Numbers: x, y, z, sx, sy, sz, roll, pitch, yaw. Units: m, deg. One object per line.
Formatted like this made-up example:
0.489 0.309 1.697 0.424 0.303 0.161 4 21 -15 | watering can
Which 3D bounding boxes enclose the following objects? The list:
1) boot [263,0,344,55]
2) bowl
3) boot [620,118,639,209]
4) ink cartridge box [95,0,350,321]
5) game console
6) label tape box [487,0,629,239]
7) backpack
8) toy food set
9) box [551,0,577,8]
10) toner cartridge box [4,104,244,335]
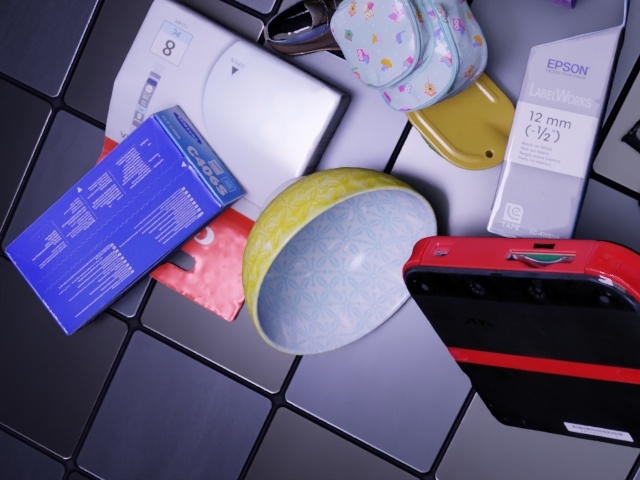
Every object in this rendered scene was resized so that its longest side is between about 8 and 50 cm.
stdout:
0.024 -0.305 1.752 0.219 0.106 0.082 -16 91 13 | boot
0.000 0.000 1.731 0.289 0.289 0.156 -50 51 12 | bowl
0.451 -0.111 1.708 0.099 0.045 0.121 45 95 3 | boot
-0.180 -0.114 1.823 0.308 0.091 0.385 30 99 8 | ink cartridge box
0.305 0.133 1.587 0.386 0.060 0.342 2 137 49 | game console
0.314 -0.173 1.627 0.115 0.249 0.348 12 97 11 | label tape box
0.118 -0.264 1.639 0.166 0.144 0.188 -31 92 45 | backpack
0.177 -0.186 1.754 0.128 0.071 0.218 -40 85 -11 | toy food set
0.240 -0.409 1.640 0.243 0.213 0.117 24 99 10 | box
-0.288 -0.025 1.820 0.348 0.075 0.165 -37 90 26 | toner cartridge box
